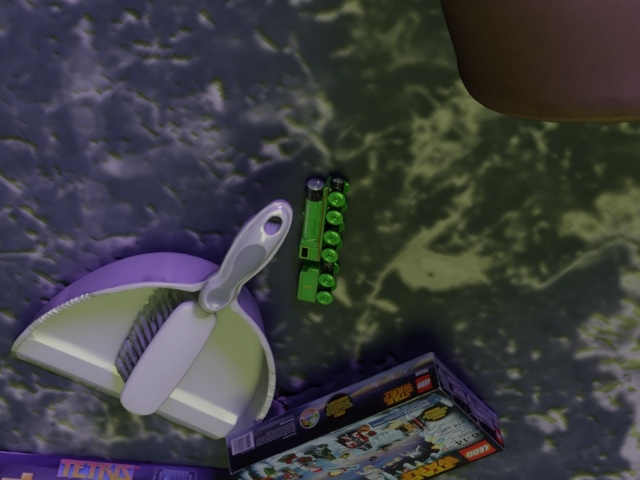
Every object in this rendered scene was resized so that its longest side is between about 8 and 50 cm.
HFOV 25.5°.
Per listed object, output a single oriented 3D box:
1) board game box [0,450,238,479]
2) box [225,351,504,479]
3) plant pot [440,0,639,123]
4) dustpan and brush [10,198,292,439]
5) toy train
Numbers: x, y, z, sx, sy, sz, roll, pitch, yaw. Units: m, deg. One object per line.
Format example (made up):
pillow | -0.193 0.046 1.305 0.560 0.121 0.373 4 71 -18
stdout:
board game box | -0.127 0.205 0.898 0.170 0.048 0.141 6 124 -2
box | 0.027 0.119 0.826 0.137 0.027 0.094 -25 142 18
plant pot | 0.147 -0.191 0.494 0.263 0.263 0.229 -14 109 12
dustpan and brush | -0.069 0.039 0.765 0.147 0.060 0.211 25 124 -17
toy train | 0.000 0.000 0.762 0.023 0.017 0.083 11 127 6
